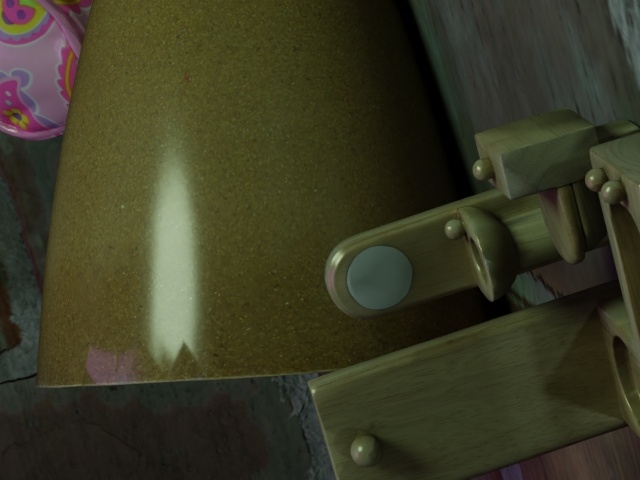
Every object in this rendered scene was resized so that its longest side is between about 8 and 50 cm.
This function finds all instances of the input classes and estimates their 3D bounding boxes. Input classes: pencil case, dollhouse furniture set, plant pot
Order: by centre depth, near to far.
[{"bbox_3d":[0.062,0.039,0.654,0.151,0.123,0.144,-122,15,-71],"label":"dollhouse furniture set"},{"bbox_3d":[-0.034,-0.057,1.025,0.237,0.237,0.254,153,114,-85],"label":"plant pot"},{"bbox_3d":[-0.119,-0.171,1.176,0.284,0.124,0.124,-52,-43,-44],"label":"pencil case"}]
